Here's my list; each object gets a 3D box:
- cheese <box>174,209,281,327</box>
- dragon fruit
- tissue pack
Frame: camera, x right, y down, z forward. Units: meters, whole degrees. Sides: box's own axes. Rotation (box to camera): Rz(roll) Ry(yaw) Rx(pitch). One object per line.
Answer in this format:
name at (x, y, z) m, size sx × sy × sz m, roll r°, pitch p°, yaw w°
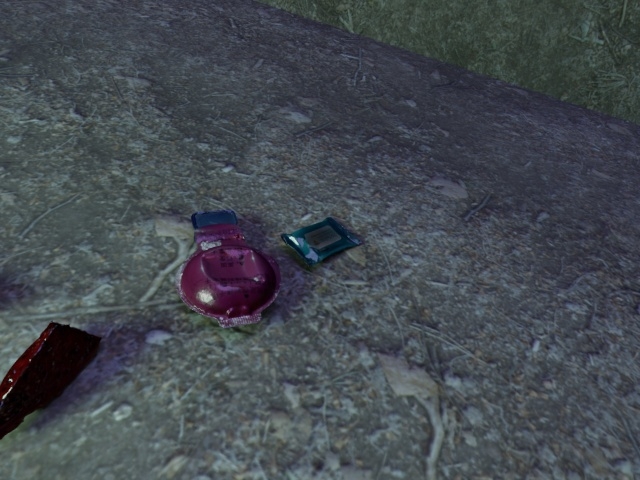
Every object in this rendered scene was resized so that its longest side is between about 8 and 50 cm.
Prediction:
cheese at (-0.145, 0.033, 0.614) m, size 0.155 × 0.062 × 0.244 m, roll -6°, pitch 44°, yaw -23°
dragon fruit at (-0.322, 0.146, 0.442) m, size 0.063 × 0.097 × 0.131 m, roll 18°, pitch 61°, yaw 9°
tissue pack at (0.000, 0.000, 0.718) m, size 0.138 × 0.028 × 0.085 m, roll -23°, pitch 57°, yaw -40°
